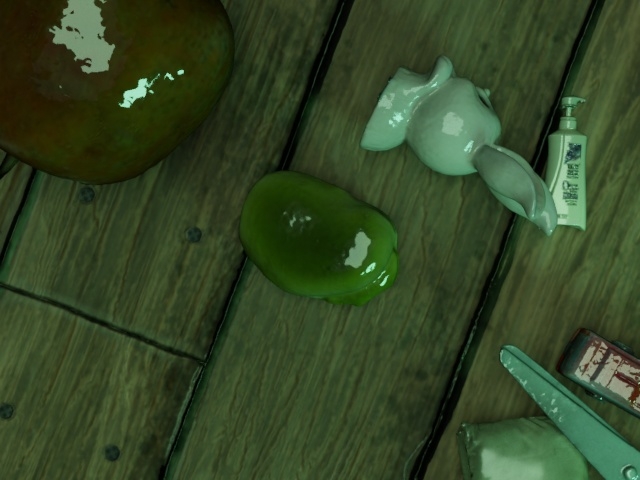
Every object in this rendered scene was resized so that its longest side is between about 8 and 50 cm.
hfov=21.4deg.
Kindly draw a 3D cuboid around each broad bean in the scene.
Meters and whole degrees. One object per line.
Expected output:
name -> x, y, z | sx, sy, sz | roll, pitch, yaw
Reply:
broad bean -> 0.000, 0.000, 1.767 | 0.175, 0.082, 0.124 | 17, 89, 16

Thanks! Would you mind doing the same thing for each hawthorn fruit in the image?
hawthorn fruit -> -0.241, -0.176, 1.700 | 0.268, 0.268, 0.301 | 38, 93, 6

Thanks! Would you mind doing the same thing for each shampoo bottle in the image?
shampoo bottle -> 0.254, -0.081, 1.762 | 0.049, 0.034, 0.141 | 2, 87, 15

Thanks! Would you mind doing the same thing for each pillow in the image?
pillow -> 0.213, 0.267, 1.733 | 0.134, 0.078, 0.181 | -9, 82, -1

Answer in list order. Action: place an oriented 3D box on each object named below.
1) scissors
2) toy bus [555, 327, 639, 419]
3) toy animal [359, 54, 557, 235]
scissors -> 0.339, 0.261, 1.706 | 0.447, 0.029, 0.192 | 44, 92, -4
toy bus -> 0.336, 0.156, 1.723 | 0.192, 0.077, 0.065 | 29, 88, 5
toy animal -> 0.162, -0.104, 1.730 | 0.221, 0.103, 0.130 | 28, 73, 12
